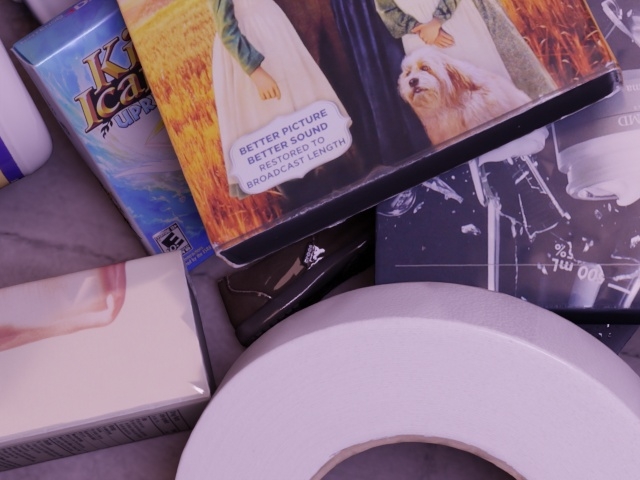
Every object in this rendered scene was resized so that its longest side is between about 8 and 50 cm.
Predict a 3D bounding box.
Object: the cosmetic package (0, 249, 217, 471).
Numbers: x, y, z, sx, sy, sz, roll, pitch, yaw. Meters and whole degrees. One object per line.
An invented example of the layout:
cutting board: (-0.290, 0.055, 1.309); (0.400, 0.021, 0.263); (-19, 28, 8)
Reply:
cosmetic package: (-0.239, 0.112, 1.080); (0.296, 0.153, 0.129); (-11, 74, -5)

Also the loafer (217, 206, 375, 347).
loafer: (0.000, 0.000, 1.151); (0.220, 0.080, 0.078); (-38, 77, -11)

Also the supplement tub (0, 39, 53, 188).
supplement tub: (-0.420, -0.100, 1.098); (0.331, 0.241, 0.241); (-28, 75, -8)

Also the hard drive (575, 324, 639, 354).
hard drive: (0.187, 0.048, 1.150); (0.172, 0.054, 0.254); (39, 77, 11)

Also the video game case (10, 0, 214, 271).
video game case: (-0.082, -0.135, 1.118); (0.269, 0.244, 0.061); (-37, 36, -11)

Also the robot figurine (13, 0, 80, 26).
robot figurine: (-0.152, -0.345, 1.195); (0.353, 0.200, 0.300); (-40, 52, -11)

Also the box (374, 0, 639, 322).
box: (0.225, -0.094, 1.010); (0.343, 0.179, 0.312); (-1, 83, 15)

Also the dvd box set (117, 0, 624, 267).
dvd box set: (-0.007, -0.231, 0.965); (0.308, 0.062, 0.420); (-24, 74, 8)

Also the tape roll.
tape roll: (0.081, 0.219, 0.971); (0.392, 0.072, 0.392); (5, 113, 13)
